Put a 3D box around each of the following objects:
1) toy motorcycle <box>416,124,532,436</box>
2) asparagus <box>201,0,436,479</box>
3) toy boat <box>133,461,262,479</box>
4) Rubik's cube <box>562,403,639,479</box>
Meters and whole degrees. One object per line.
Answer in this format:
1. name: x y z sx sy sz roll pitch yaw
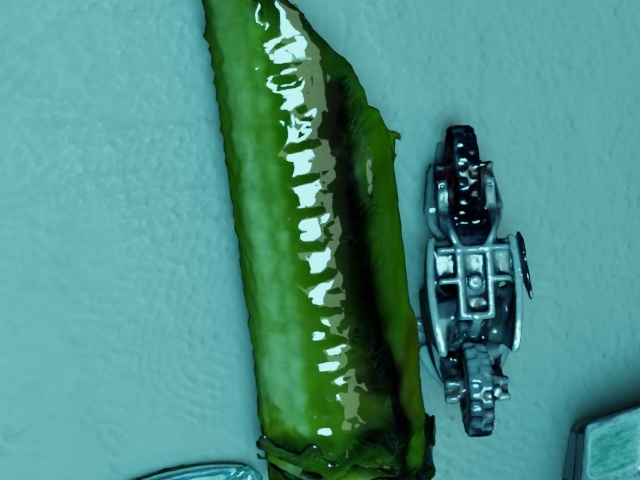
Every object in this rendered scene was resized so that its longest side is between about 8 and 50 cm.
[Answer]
1. toy motorcycle: 0.107 0.028 1.095 0.080 0.122 0.215 -3 89 -3
2. asparagus: 0.000 0.000 1.041 0.128 0.108 0.382 -11 104 -12
3. toy boat: -0.103 0.191 1.062 0.140 0.066 0.059 -11 108 -18
4. Rubik's cube: 0.306 0.233 1.124 0.319 0.264 0.319 -5 103 -21
